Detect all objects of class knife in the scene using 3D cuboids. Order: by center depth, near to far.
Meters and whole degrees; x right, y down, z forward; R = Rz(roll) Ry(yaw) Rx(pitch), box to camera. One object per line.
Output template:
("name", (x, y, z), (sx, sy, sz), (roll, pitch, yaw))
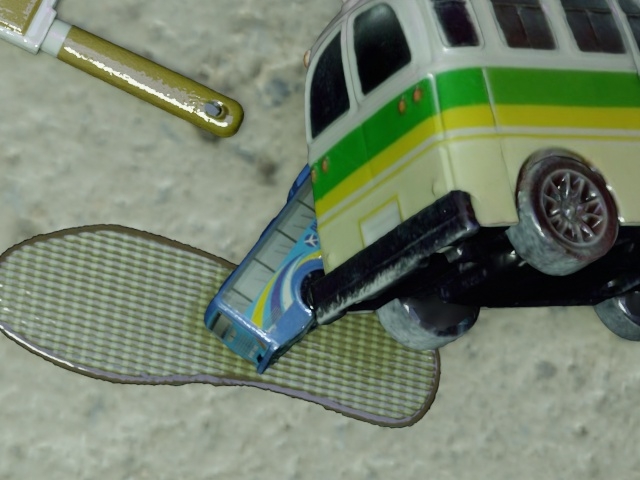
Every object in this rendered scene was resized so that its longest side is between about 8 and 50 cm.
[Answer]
("knife", (-0.155, -0.124, 1.043), (0.256, 0.022, 0.046), (26, 79, -3))

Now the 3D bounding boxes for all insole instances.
("insole", (-0.054, 0.046, 1.035), (0.253, 0.005, 0.086), (13, 73, -12))

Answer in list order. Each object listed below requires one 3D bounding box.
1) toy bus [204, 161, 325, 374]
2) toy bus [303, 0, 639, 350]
("toy bus", (0.000, 0.000, 1.033), (0.061, 0.051, 0.153), (36, 65, 0))
("toy bus", (0.145, -0.050, 1.011), (0.305, 0.143, 0.179), (0, 69, -31))
